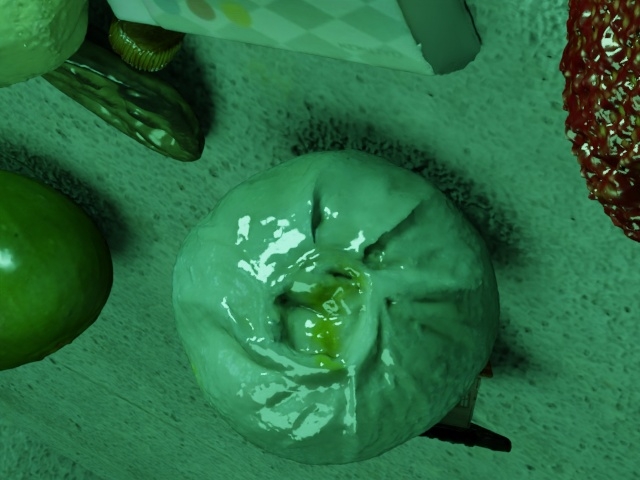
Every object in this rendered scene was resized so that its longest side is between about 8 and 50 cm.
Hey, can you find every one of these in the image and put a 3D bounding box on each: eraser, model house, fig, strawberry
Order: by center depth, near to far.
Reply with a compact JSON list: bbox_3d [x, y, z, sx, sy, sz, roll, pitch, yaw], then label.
[{"bbox_3d":[0.276,-0.125,1.230,0.257,0.261,0.261,26,155,-1],"label":"strawberry"},{"bbox_3d":[-0.058,-0.256,1.545,0.397,0.082,0.213,14,148,35],"label":"eraser"},{"bbox_3d":[0.086,0.146,1.971,0.294,0.154,0.207,14,-179,-23],"label":"model house"},{"bbox_3d":[-0.463,0.028,2.313,0.316,0.316,0.316,26,154,14],"label":"fig"}]

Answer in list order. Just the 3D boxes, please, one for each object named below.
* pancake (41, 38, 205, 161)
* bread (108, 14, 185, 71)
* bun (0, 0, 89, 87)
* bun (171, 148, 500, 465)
[{"bbox_3d":[-0.255,-0.183,1.884,0.294,0.049,0.294,29,172,4],"label":"pancake"},{"bbox_3d":[-0.190,-0.224,1.758,0.085,0.085,0.053,33,147,-1],"label":"bread"},{"bbox_3d":[-0.320,-0.284,1.671,0.259,0.152,0.259,45,145,45],"label":"bun"},{"bbox_3d":[0.015,0.069,1.748,0.362,0.362,0.211,29,173,8],"label":"bun"}]
